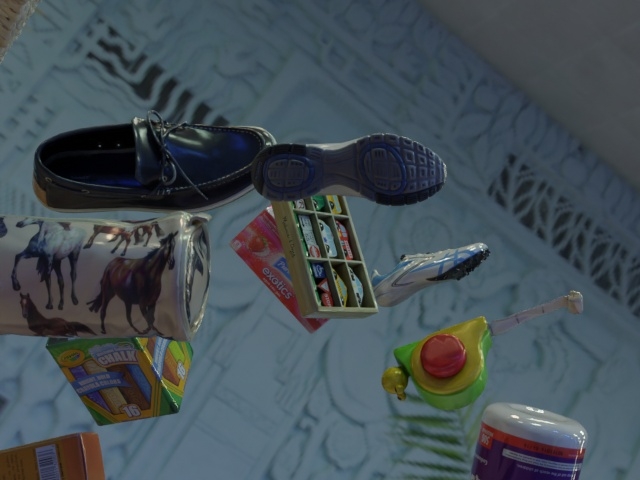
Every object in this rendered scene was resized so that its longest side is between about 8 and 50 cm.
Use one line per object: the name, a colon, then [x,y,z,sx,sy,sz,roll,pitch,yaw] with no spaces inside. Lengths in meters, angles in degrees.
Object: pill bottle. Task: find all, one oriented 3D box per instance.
pill bottle: [0.336,0.450,1.709,0.181,0.323,0.181,13,0,0]

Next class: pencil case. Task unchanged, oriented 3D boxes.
pencil case: [-0.334,0.037,1.313,0.410,0.184,0.160,1,18,12]

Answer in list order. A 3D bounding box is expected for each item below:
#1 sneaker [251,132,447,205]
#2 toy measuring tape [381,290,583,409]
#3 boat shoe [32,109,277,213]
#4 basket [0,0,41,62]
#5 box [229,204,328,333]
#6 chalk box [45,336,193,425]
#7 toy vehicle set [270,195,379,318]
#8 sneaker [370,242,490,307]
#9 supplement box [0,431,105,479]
sneaker: [0.046,-0.114,1.550,0.297,0.111,0.129,3,7,5]
toy measuring tape: [0.252,0.177,1.506,0.121,0.330,0.121,-19,90,-87]
boat shoe: [-0.331,-0.156,1.998,0.500,0.187,0.156,-5,-25,-5]
basket: [-0.497,-0.458,1.355,0.331,0.266,0.328,32,-23,-17]
box: [-0.053,0.055,2.430,0.300,0.142,0.154,48,24,0]
chalk box: [-0.385,0.182,1.896,0.179,0.180,0.289,-11,-54,14]
toy vehicle set: [0.000,0.000,1.670,0.035,0.267,0.166,-27,-19,34]
sneaker: [0.204,0.050,1.900,0.085,0.237,0.086,40,29,-67]
supplement box: [-0.414,0.317,1.341,0.233,0.080,0.078,-12,-11,5]
